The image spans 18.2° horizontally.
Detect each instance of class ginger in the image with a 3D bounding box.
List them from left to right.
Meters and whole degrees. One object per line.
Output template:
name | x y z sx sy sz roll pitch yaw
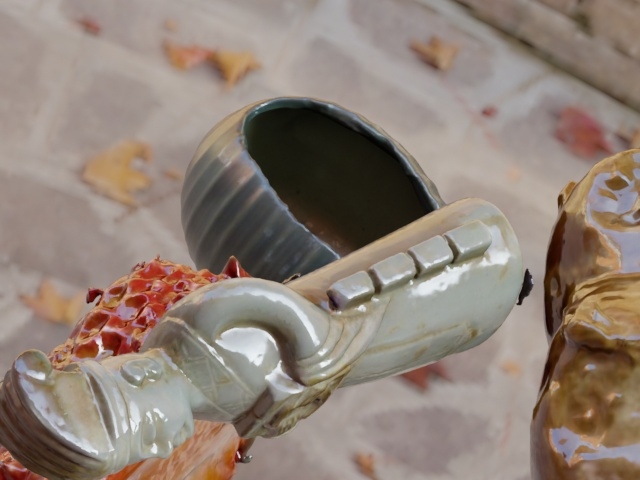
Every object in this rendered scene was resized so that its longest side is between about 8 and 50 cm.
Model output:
ginger | 0.218 0.130 1.275 0.152 0.274 0.357 -3 44 12

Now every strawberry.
strawberry | -0.111 0.108 1.012 0.098 0.174 0.228 32 62 16

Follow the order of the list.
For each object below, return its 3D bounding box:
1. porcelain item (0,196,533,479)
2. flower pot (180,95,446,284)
porcelain item | -0.019 0.039 0.710 0.213 0.084 0.054 -18 65 -41
flower pot | 0.000 0.000 1.533 0.189 0.157 0.243 -30 73 -32
